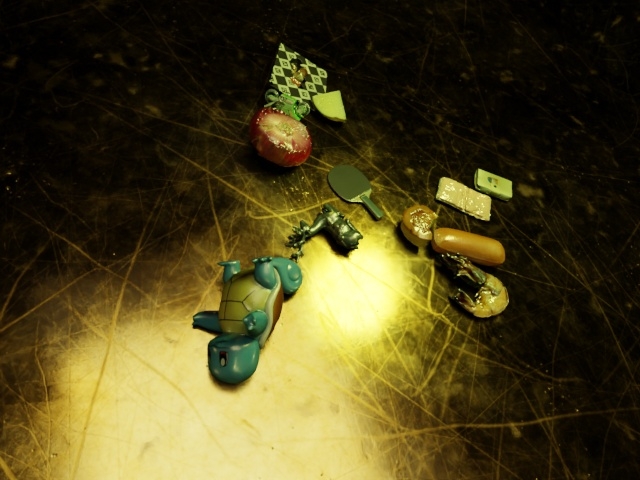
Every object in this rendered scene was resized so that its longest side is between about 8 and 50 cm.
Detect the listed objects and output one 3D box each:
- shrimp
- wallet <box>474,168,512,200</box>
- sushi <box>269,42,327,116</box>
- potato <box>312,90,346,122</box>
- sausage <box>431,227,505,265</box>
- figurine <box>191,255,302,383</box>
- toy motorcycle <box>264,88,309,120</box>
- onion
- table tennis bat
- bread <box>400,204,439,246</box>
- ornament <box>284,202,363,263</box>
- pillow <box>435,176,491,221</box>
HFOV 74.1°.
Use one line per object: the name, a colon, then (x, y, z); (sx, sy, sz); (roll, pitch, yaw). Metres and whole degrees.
shrimp: (0.515, 0.164, 1.465); (0.289, 0.075, 0.178); (34, 59, -9)
wallet: (0.715, -0.228, 1.760); (0.155, 0.039, 0.110); (20, 54, -3)
sushi: (-0.095, -0.670, 1.802); (0.263, 0.050, 0.290); (23, 53, -25)
potato: (0.037, -0.530, 1.750); (0.120, 0.081, 0.149); (-11, 70, 0)
sausage: (0.531, 0.023, 1.527); (0.274, 0.105, 0.105); (13, 58, -7)
figurine: (-0.207, 0.175, 1.192); (0.297, 0.243, 0.416); (-2, 44, 36)
toy motorcycle: (-0.136, -0.521, 1.674); (0.190, 0.106, 0.074); (23, 33, 5)
onion: (-0.149, -0.371, 1.546); (0.248, 0.161, 0.248); (8, 66, -19)
table tennis bat: (0.139, -0.183, 1.593); (0.154, 0.021, 0.274); (-30, 69, -27)
bread: (0.351, -0.060, 1.534); (0.125, 0.086, 0.156); (24, 54, 7)
ornament: (0.000, 0.000, 1.415); (0.236, 0.080, 0.202); (-33, 70, -31)
pillow: (0.572, -0.166, 1.685); (0.232, 0.043, 0.126); (24, 62, -3)
